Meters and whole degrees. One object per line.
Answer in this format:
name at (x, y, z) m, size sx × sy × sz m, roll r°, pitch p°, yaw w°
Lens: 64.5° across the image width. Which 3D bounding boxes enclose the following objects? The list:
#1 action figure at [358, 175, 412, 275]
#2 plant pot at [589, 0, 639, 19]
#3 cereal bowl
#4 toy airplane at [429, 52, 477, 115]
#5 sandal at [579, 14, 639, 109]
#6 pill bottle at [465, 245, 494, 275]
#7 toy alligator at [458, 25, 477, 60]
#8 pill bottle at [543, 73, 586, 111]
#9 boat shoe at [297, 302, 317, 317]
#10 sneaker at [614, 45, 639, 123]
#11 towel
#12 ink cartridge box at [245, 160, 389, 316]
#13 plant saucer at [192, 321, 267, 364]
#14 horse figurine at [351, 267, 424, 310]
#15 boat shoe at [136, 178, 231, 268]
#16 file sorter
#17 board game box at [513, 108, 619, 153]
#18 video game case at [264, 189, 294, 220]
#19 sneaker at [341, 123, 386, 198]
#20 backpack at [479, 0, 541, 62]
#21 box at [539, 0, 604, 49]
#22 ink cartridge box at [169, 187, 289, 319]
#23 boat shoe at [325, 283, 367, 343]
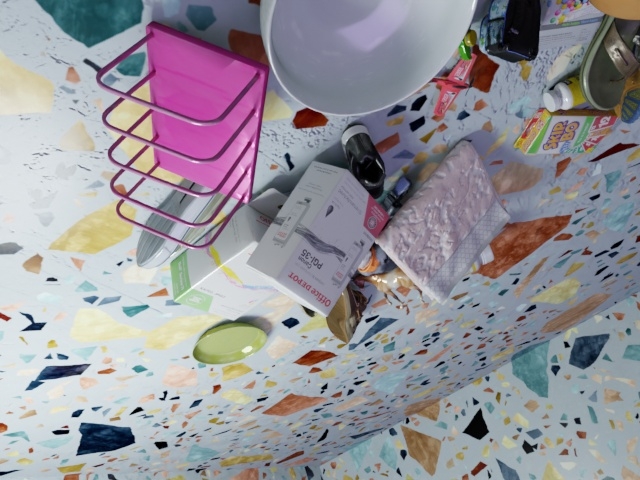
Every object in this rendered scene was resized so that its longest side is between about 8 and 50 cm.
action figure at (0.211, -0.004, 1.337) m, size 0.331 × 0.178 × 0.341 m, roll -11°, pitch 148°, yaw -31°
plant pot at (0.508, -0.479, 0.754) m, size 0.291 × 0.290 × 0.203 m, roll -29°, pitch 147°, yaw 12°
cereal bowl at (0.064, -0.372, 0.792) m, size 0.340 × 0.141 × 0.338 m, roll -13°, pitch 145°, yaw -10°
toy airplane at (0.253, -0.325, 1.048) m, size 0.151 × 0.028 × 0.151 m, roll -14°, pitch 143°, yaw -11°
sandal at (0.625, -0.405, 1.037) m, size 0.120 × 0.086 × 0.302 m, roll -13°, pitch 131°, yaw -14°
pill bottle at (0.417, 0.060, 1.569) m, size 0.209 × 0.119 × 0.119 m, roll -24°, pitch 145°, yaw 5°
toy alligator at (0.238, -0.405, 0.922) m, size 0.190 × 0.056 × 0.051 m, roll 34°, pitch 74°, yaw -42°
pill bottle at (0.579, -0.340, 1.163) m, size 0.117 × 0.065 × 0.065 m, roll -24°, pitch 145°, yaw 3°
boat shoe at (-0.040, 0.118, 1.438) m, size 0.105 × 0.089 × 0.285 m, roll -19°, pitch 145°, yaw -2°
sneaker at (0.767, -0.392, 1.152) m, size 0.131 × 0.111 × 0.296 m, roll -21°, pitch 146°, yaw 0°
towel at (0.329, -0.035, 1.298) m, size 0.331 × 0.053 × 0.317 m, roll -49°, pitch 127°, yaw -4°
ink cartridge box at (0.000, 0.000, 1.133) m, size 0.207 × 0.117 × 0.282 m, roll 41°, pitch 77°, yaw -44°
plant saucer at (-0.294, 0.327, 1.634) m, size 0.241 × 0.037 × 0.240 m, roll -14°, pitch 145°, yaw -10°
horse figurine at (0.244, 0.135, 1.541) m, size 0.264 × 0.066 × 0.174 m, roll -18°, pitch 120°, yaw 40°
boat shoe at (-0.289, -0.038, 1.090) m, size 0.094 × 0.109 × 0.302 m, roll 19°, pitch 126°, yaw -45°
file sorter at (-0.227, -0.152, 0.828) m, size 0.202 × 0.182 × 0.290 m, roll 22°, pitch 138°, yaw 5°
board game box at (0.631, -0.279, 1.303) m, size 0.260 × 0.039 × 0.124 m, roll -3°, pitch 141°, yaw -20°
video game case at (-0.046, -0.084, 1.231) m, size 0.167 × 0.015 × 0.119 m, roll -20°, pitch 146°, yaw -2°
sneaker at (0.107, -0.148, 1.143) m, size 0.078 × 0.106 × 0.234 m, roll -22°, pitch 145°, yaw 3°
backpack at (0.351, -0.398, 0.943) m, size 0.105 × 0.084 × 0.114 m, roll 2°, pitch 99°, yaw -32°
box at (0.492, -0.466, 0.975) m, size 0.145 × 0.038 × 0.186 m, roll -13°, pitch 143°, yaw -12°
ink cartridge box at (-0.169, 0.045, 1.230) m, size 0.354 × 0.119 × 0.207 m, roll -35°, pitch 141°, yaw 24°
boat shoe at (0.083, 0.200, 1.613) m, size 0.123 × 0.123 × 0.341 m, roll -42°, pitch 146°, yaw -23°
